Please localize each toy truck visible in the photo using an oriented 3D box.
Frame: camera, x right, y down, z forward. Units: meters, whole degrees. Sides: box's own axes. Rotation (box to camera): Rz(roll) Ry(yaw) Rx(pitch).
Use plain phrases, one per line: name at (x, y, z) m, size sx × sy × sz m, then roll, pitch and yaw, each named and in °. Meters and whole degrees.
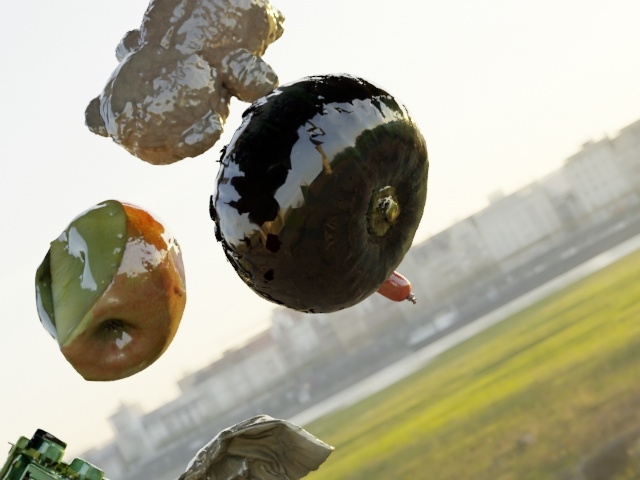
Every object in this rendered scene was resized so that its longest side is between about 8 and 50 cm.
toy truck at (-0.317, 0.354, 2.089) m, size 0.128 × 0.259 × 0.135 m, roll -61°, pitch 19°, yaw -13°

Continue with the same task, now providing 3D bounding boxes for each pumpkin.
pumpkin at (0.003, -0.046, 1.509) m, size 0.163 × 0.233 × 0.233 m, roll 23°, pitch 33°, yaw 37°

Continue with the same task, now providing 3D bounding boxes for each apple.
apple at (-0.241, 0.064, 1.860) m, size 0.173 × 0.188 × 0.207 m, roll 7°, pitch -52°, yaw -33°

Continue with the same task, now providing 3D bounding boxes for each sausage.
sausage at (0.000, 0.000, 1.756) m, size 0.034 × 0.253 × 0.034 m, roll -58°, pitch -3°, yaw -5°

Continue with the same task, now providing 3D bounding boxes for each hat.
hat at (-0.098, 0.292, 1.944) m, size 0.214 × 0.149 × 0.244 m, roll -46°, pitch 6°, yaw -4°

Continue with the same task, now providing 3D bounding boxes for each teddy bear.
teddy bear at (-0.158, -0.211, 1.927) m, size 0.236 × 0.267 × 0.151 m, roll 12°, pitch -17°, yaw 26°
